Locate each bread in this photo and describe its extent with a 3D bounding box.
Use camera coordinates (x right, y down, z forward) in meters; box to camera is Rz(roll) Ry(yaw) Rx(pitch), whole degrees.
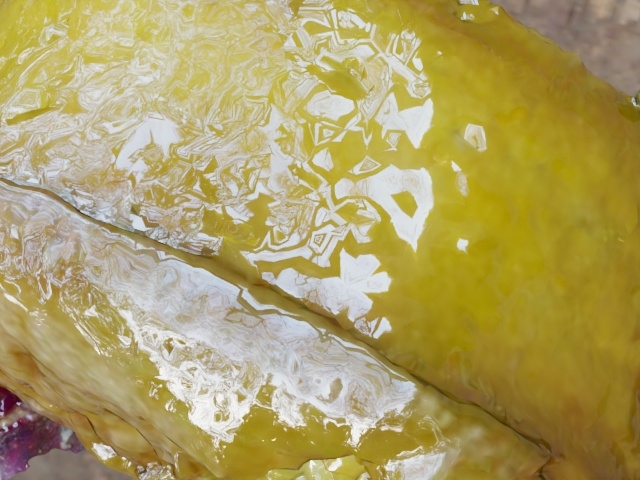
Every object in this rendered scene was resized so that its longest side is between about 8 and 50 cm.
[{"bbox_3d":[0.000,0.000,0.617,0.340,0.179,0.194,28,72,7],"label":"bread"}]

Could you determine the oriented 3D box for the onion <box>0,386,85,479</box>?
[{"bbox_3d":[-0.223,0.089,1.038,0.218,0.195,0.139,-27,98,2],"label":"onion"}]
